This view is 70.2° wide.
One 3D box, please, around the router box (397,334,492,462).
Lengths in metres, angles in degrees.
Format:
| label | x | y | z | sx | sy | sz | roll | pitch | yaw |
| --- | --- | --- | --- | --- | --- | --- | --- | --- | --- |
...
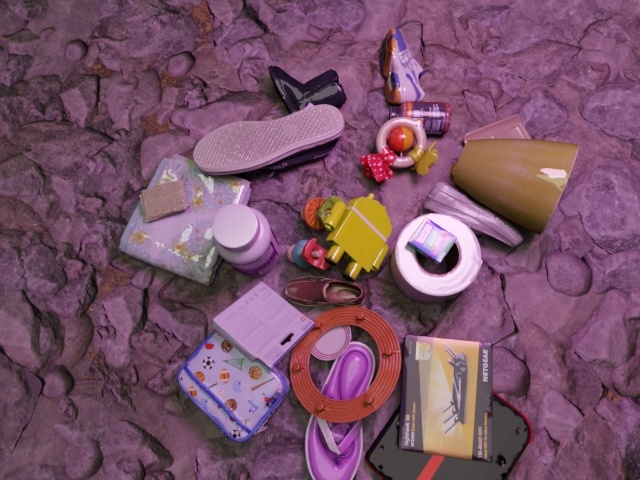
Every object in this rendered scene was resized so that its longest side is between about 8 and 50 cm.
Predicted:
| label | x | y | z | sx | sy | sz | roll | pitch | yaw |
| --- | --- | --- | --- | --- | --- | --- | --- | --- | --- |
| router box | 0.346 | 0.430 | 1.266 | 0.242 | 0.081 | 0.309 | 3 | 71 | 9 |

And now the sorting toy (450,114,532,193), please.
| label | x | y | z | sx | sy | sz | roll | pitch | yaw |
| --- | --- | --- | --- | --- | --- | --- | --- | --- | --- |
| sorting toy | 0.570 | -0.267 | 1.519 | 0.307 | 0.041 | 0.229 | -21 | 79 | -3 |

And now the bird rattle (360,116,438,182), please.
| label | x | y | z | sx | sy | sz | roll | pitch | yaw |
| --- | --- | --- | --- | --- | --- | --- | --- | --- | --- |
| bird rattle | 0.256 | -0.296 | 1.489 | 0.253 | 0.143 | 0.207 | -3 | 92 | 12 |

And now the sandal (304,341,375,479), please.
| label | x | y | z | sx | sy | sz | roll | pitch | yaw |
| --- | --- | --- | --- | --- | --- | --- | --- | --- | --- |
| sandal | 0.053 | 0.490 | 1.293 | 0.169 | 0.102 | 0.417 | 11 | 73 | 6 |

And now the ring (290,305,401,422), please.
| label | x | y | z | sx | sy | sz | roll | pitch | yaw |
| --- | --- | --- | --- | --- | --- | --- | --- | --- | --- |
| ring | 0.062 | 0.341 | 1.302 | 0.336 | 0.032 | 0.337 | -12 | 57 | 19 |

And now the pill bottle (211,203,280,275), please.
| label | x | y | z | sx | sy | sz | roll | pitch | yaw |
| --- | --- | --- | --- | --- | --- | --- | --- | --- | --- |
| pill bottle | -0.220 | -0.001 | 1.343 | 0.169 | 0.301 | 0.169 | -1 | 74 | 3 |

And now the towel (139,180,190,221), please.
| label | x | y | z | sx | sy | sz | roll | pitch | yaw |
| --- | --- | --- | --- | --- | --- | --- | --- | --- | --- |
| towel | -0.495 | -0.127 | 1.445 | 0.148 | 0.027 | 0.110 | -19 | 74 | -2 |

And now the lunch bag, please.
| label | x | y | z | sx | sy | sz | roll | pitch | yaw |
| --- | --- | --- | --- | --- | --- | --- | --- | --- | --- |
| lunch bag | -0.250 | 0.422 | 1.327 | 0.303 | 0.115 | 0.243 | 40 | 82 | 13 |

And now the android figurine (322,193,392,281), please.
| label | x | y | z | sx | sy | sz | roll | pitch | yaw |
| --- | --- | --- | --- | --- | --- | --- | --- | --- | --- |
| android figurine | 0.120 | -0.019 | 1.394 | 0.248 | 0.056 | 0.273 | 40 | 67 | -26 |

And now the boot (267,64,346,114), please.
| label | x | y | z | sx | sy | sz | roll | pitch | yaw |
| --- | --- | --- | --- | --- | --- | --- | --- | --- | --- |
| boot | -0.044 | -0.542 | 1.592 | 0.207 | 0.094 | 0.247 | -30 | 82 | -2 |

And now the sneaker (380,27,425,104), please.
| label | x | y | z | sx | sy | sz | roll | pitch | yaw |
| --- | --- | --- | --- | --- | --- | --- | --- | --- | --- |
| sneaker | 0.292 | -0.606 | 1.606 | 0.130 | 0.112 | 0.297 | 0 | 75 | -15 |

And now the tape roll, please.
| label | x | y | z | sx | sy | sz | roll | pitch | yaw |
| --- | --- | --- | --- | --- | --- | --- | --- | --- | --- |
| tape roll | 0.336 | 0.059 | 1.368 | 0.246 | 0.169 | 0.246 | -1 | 74 | 2 |

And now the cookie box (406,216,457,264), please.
| label | x | y | z | sx | sy | sz | roll | pitch | yaw |
| --- | --- | --- | --- | --- | --- | --- | --- | --- | --- |
| cookie box | 0.312 | 0.001 | 1.276 | 0.107 | 0.040 | 0.092 | 35 | 80 | 12 |

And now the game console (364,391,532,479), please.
| label | x | y | z | sx | sy | sz | roll | pitch | yaw |
| --- | --- | --- | --- | --- | --- | --- | --- | --- | --- |
| game console | 0.367 | 0.572 | 1.288 | 0.342 | 0.060 | 0.387 | 35 | 78 | 17 |

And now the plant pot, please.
| label | x | y | z | sx | sy | sz | roll | pitch | yaw |
| --- | --- | --- | --- | --- | --- | --- | --- | --- | --- |
| plant pot | 0.564 | -0.194 | 1.373 | 0.293 | 0.275 | 0.275 | 21 | 76 | 20 |

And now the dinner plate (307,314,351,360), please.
| label | x | y | z | sx | sy | sz | roll | pitch | yaw |
| --- | --- | --- | --- | --- | --- | --- | --- | --- | --- |
| dinner plate | 0.028 | 0.294 | 1.377 | 0.141 | 0.017 | 0.141 | -13 | 55 | 18 |

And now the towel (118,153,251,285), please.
| label | x | y | z | sx | sy | sz | roll | pitch | yaw |
| --- | --- | --- | --- | --- | --- | --- | --- | --- | --- |
| towel | -0.434 | -0.078 | 1.487 | 0.320 | 0.090 | 0.375 | 19 | 76 | 9 |

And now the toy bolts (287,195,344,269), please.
| label | x | y | z | sx | sy | sz | roll | pitch | yaw |
| --- | --- | --- | --- | --- | --- | --- | --- | --- | --- |
| toy bolts | 0.000 | 0.000 | 1.447 | 0.218 | 0.158 | 0.229 | 44 | 65 | -27 |

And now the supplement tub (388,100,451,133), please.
| label | x | y | z | sx | sy | sz | roll | pitch | yaw |
| --- | --- | --- | --- | --- | --- | --- | --- | --- | --- |
| supplement tub | 0.331 | -0.414 | 1.534 | 0.197 | 0.106 | 0.106 | 3 | 74 | 4 |

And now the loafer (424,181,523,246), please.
| label | x | y | z | sx | sy | sz | roll | pitch | yaw |
| --- | --- | --- | --- | --- | --- | --- | --- | --- | --- |
| loafer | 0.480 | -0.067 | 1.440 | 0.319 | 0.112 | 0.112 | 33 | 114 | 10 |

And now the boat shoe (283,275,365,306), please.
| label | x | y | z | sx | sy | sz | roll | pitch | yaw |
| --- | --- | --- | --- | --- | --- | --- | --- | --- | --- |
| boat shoe | 0.011 | 0.151 | 1.396 | 0.257 | 0.095 | 0.095 | 1 | 74 | 3 |

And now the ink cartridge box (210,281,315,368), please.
| label | x | y | z | sx | sy | sz | roll | pitch | yaw |
| --- | --- | --- | --- | --- | --- | --- | --- | --- | --- |
| ink cartridge box | -0.164 | 0.250 | 1.339 | 0.224 | 0.045 | 0.223 | 36 | 42 | 16 |

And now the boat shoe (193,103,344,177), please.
| label | x | y | z | sx | sy | sz | roll | pitch | yaw |
| --- | --- | --- | --- | --- | --- | --- | --- | --- | --- |
| boat shoe | -0.162 | -0.306 | 1.496 | 0.499 | 0.156 | 0.187 | -17 | 68 | -7 |
